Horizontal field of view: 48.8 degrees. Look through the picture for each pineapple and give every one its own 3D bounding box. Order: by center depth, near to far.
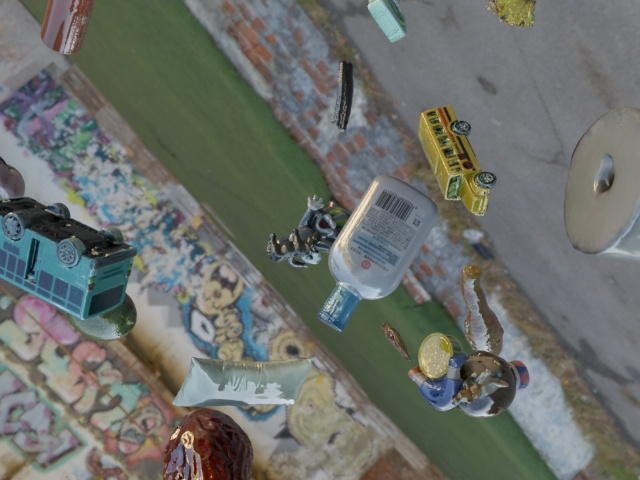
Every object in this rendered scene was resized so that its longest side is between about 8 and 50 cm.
[{"bbox_3d":[0.438,-0.597,1.665,0.233,0.135,0.079,71,177,-48],"label":"pineapple"}]

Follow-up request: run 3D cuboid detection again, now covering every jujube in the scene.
[{"bbox_3d":[-0.235,0.480,1.503,0.197,0.197,0.290,51,-179,-25],"label":"jujube"}]

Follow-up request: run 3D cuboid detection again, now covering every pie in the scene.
[{"bbox_3d":[0.190,0.251,1.810,0.092,0.034,0.170,57,179,-6],"label":"pie"}]

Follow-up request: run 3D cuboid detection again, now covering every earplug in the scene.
[{"bbox_3d":[0.757,-0.091,1.473,0.394,0.312,0.312,10,177,-10],"label":"earplug"}]

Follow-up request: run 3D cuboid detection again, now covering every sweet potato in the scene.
[{"bbox_3d":[0.446,0.221,1.969,0.109,0.109,0.385,38,163,44],"label":"sweet potato"}]

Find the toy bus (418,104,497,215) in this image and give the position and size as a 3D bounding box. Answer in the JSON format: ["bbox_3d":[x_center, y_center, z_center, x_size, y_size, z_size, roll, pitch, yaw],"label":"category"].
[{"bbox_3d":[0.365,-0.218,1.917,0.121,0.123,0.335,91,169,-51],"label":"toy bus"}]

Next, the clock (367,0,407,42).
[{"bbox_3d":[0.138,-0.479,1.464,0.101,0.041,0.135,47,-151,-30],"label":"clock"}]

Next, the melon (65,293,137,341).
[{"bbox_3d":[-0.437,0.144,1.414,0.167,0.114,0.114,14,156,25],"label":"melon"}]

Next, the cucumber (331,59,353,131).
[{"bbox_3d":[0.044,-0.264,1.291,0.034,0.134,0.033,8,176,33],"label":"cucumber"}]

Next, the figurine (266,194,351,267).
[{"bbox_3d":[-0.003,0.004,1.775,0.193,0.265,0.140,46,155,17],"label":"figurine"}]

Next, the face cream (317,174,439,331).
[{"bbox_3d":[0.105,0.033,1.469,0.163,0.336,0.080,31,169,3],"label":"face cream"}]

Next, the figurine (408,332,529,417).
[{"bbox_3d":[0.325,0.293,1.501,0.275,0.158,0.161,21,151,-39],"label":"figurine"}]

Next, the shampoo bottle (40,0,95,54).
[{"bbox_3d":[-0.462,-0.463,1.328,0.085,0.085,0.244,46,134,2],"label":"shampoo bottle"}]

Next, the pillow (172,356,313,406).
[{"bbox_3d":[-0.149,0.272,1.369,0.144,0.254,0.078,115,151,-42],"label":"pillow"}]

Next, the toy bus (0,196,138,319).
[{"bbox_3d":[-0.462,0.026,1.219,0.256,0.147,0.128,22,-162,17],"label":"toy bus"}]

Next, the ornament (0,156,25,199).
[{"bbox_3d":[-0.662,-0.086,1.364,0.177,0.177,0.177,45,171,9],"label":"ornament"}]

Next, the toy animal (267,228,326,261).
[{"bbox_3d":[-0.051,0.010,1.560,0.047,0.136,0.065,81,176,-56],"label":"toy animal"}]
